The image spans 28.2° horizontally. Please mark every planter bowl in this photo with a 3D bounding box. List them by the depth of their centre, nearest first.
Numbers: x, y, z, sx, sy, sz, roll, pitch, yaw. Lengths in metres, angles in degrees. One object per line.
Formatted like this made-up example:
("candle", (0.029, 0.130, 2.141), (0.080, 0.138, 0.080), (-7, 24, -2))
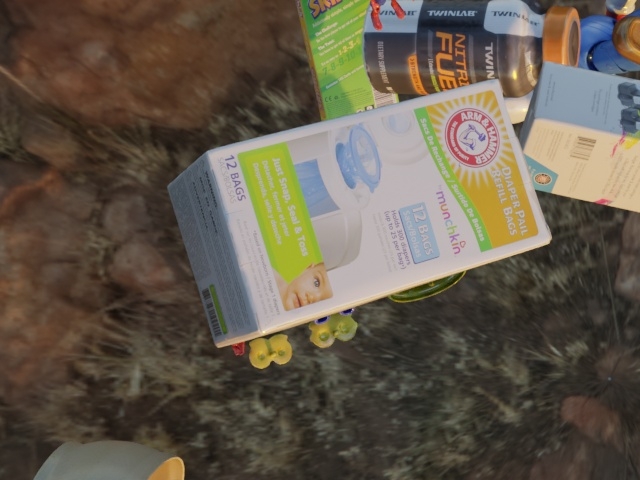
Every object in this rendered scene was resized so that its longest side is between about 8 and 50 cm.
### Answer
("planter bowl", (-0.221, 0.262, 1.245), (0.109, 0.162, 0.162), (24, 90, 15))

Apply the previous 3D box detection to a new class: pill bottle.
("pill bottle", (0.184, -0.238, 1.533), (0.245, 0.130, 0.130), (4, 85, 23))

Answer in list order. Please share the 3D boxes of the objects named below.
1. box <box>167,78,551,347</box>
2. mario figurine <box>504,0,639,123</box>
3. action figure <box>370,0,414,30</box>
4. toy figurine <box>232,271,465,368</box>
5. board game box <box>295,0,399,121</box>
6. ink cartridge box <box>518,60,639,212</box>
("box", (0.023, -0.018, 0.803), (0.203, 0.103, 0.114), (-16, 87, -21))
("mario figurine", (0.328, -0.260, 1.689), (0.198, 0.320, 0.170), (-13, 86, -29))
("action figure", (0.058, -0.217, 1.110), (0.038, 0.115, 0.030), (-23, 74, -1))
("toy figurine", (0.000, 0.000, 1.767), (0.362, 0.191, 0.217), (-19, 42, -18))
("board game box", (0.037, -0.307, 1.930), (0.124, 0.039, 0.259), (-18, 112, -16))
("ink cartridge box", (0.257, -0.076, 1.043), (0.181, 0.104, 0.062), (13, 63, 3))
